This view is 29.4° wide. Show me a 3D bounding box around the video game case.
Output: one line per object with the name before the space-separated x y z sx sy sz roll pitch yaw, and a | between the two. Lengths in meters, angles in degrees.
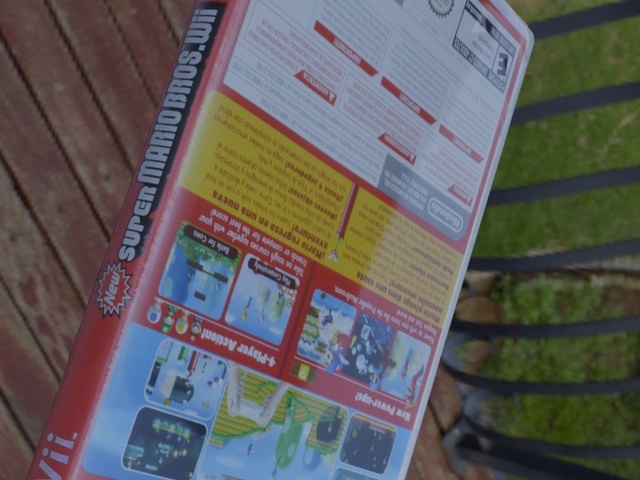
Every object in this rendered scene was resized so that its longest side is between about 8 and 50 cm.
video game case | 0.000 0.000 0.496 0.204 0.025 0.285 30 74 -51
